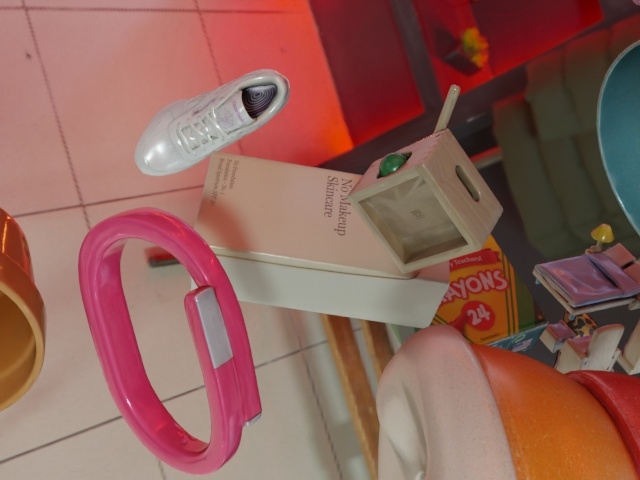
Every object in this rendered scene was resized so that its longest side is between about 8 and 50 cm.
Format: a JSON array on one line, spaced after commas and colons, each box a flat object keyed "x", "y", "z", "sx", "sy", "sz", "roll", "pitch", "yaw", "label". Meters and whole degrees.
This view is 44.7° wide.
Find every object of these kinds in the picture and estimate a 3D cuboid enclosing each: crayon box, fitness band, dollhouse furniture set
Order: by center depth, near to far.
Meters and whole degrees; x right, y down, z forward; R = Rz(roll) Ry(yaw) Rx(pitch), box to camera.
[{"x": -0.162, "y": 0.108, "z": 0.817, "sx": 0.054, "sy": 0.209, "sz": 0.291, "roll": -27, "pitch": 114, "yaw": -45, "label": "fitness band"}, {"x": 0.178, "y": 0.046, "z": 1.209, "sx": 0.202, "sy": 0.081, "sz": 0.319, "roll": -16, "pitch": 57, "yaw": -20, "label": "crayon box"}, {"x": 0.495, "y": 0.059, "z": 1.365, "sx": 0.286, "sy": 0.198, "sz": 0.303, "roll": -7, "pitch": 38, "yaw": -21, "label": "dollhouse furniture set"}]

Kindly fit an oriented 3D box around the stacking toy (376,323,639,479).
[{"x": 0.293, "y": 0.238, "z": 0.620, "sx": 0.479, "sy": 0.350, "sz": 0.351, "roll": -1, "pitch": 74, "yaw": -5, "label": "stacking toy"}]

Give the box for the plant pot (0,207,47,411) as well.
[{"x": -0.499, "y": 0.070, "z": 1.012, "sx": 0.290, "sy": 0.291, "sz": 0.203, "roll": 31, "pitch": 25, "yaw": -29, "label": "plant pot"}]

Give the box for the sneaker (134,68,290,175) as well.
[{"x": -0.189, "y": -0.211, "z": 1.341, "sx": 0.305, "sy": 0.152, "sz": 0.114, "roll": -32, "pitch": 102, "yaw": -2, "label": "sneaker"}]

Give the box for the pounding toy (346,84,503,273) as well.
[{"x": 0.114, "y": -0.062, "z": 0.821, "sx": 0.141, "sy": 0.130, "sz": 0.100, "roll": 53, "pitch": 47, "yaw": -16, "label": "pounding toy"}]

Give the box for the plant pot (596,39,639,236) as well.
[{"x": 0.444, "y": -0.101, "z": 0.749, "sx": 0.195, "sy": 0.290, "sz": 0.290, "roll": -28, "pitch": 95, "yaw": -12, "label": "plant pot"}]

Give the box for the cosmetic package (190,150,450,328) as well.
[{"x": 0.000, "y": 0.000, "z": 0.990, "sx": 0.309, "sy": 0.113, "sz": 0.160, "roll": 8, "pitch": 52, "yaw": -4, "label": "cosmetic package"}]

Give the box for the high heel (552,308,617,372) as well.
[{"x": 0.439, "y": 0.236, "z": 1.530, "sx": 0.261, "sy": 0.093, "sz": 0.186, "roll": -15, "pitch": 65, "yaw": -11, "label": "high heel"}]

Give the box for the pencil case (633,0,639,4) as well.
[{"x": 0.379, "y": -0.176, "z": 0.420, "sx": 0.167, "sy": 0.386, "sz": 0.160, "roll": -64, "pitch": 151, "yaw": -14, "label": "pencil case"}]
